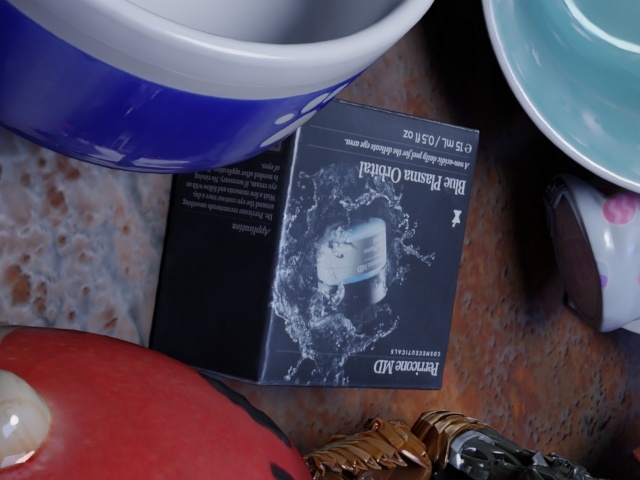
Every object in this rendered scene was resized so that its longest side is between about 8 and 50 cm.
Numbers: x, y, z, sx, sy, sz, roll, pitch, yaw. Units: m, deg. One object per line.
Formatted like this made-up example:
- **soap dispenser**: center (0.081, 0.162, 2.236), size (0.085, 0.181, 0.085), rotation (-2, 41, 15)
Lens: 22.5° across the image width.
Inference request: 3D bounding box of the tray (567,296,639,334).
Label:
- **tray**: center (0.294, -0.049, 1.182), size (0.030, 0.145, 0.270), rotation (86, 27, -72)

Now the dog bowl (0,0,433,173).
- **dog bowl**: center (-0.076, -0.166, 0.708), size (0.265, 0.104, 0.265), rotation (16, 56, -26)

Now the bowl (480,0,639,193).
- **bowl**: center (0.244, -0.194, 1.031), size (0.312, 0.163, 0.311), rotation (-1, 108, -2)

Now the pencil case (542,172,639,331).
- **pencil case**: center (0.291, -0.022, 1.099), size (0.273, 0.124, 0.113), rotation (-14, 111, -1)

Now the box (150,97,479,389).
- **box**: center (0.000, 0.000, 0.912), size (0.156, 0.093, 0.158), rotation (7, 93, -47)

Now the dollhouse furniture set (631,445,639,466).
- **dollhouse furniture set**: center (0.231, 0.282, 1.143), size (0.374, 0.152, 0.201), rotation (-35, 137, -2)

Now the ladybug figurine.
- **ladybug figurine**: center (-0.061, 0.208, 0.722), size (0.449, 0.162, 0.305), rotation (75, 3, -47)

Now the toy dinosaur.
- **toy dinosaur**: center (0.090, 0.176, 0.955), size (0.322, 0.218, 0.164), rotation (-2, 121, -42)
